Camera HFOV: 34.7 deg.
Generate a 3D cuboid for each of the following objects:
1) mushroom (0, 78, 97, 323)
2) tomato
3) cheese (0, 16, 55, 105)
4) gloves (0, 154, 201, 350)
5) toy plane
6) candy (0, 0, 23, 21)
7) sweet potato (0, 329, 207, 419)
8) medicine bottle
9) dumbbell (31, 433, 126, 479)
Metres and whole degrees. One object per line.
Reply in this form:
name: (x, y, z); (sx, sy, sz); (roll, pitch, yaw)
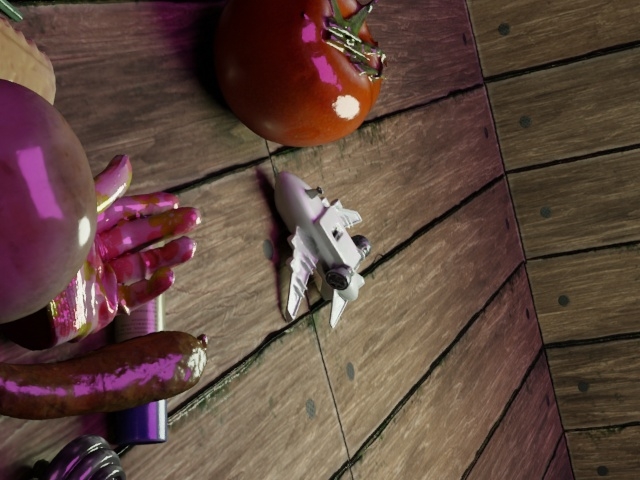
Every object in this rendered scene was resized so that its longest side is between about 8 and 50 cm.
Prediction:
mushroom: (-0.294, -0.043, 0.871); (0.206, 0.206, 0.209); (59, -2, -36)
tomato: (-0.030, -0.258, 1.451); (0.256, 0.224, 0.256); (31, 53, -52)
cheese: (-0.329, -0.162, 0.947); (0.167, 0.094, 0.123); (39, 37, -60)
gloves: (-0.228, 0.012, 1.057); (0.145, 0.126, 0.241); (56, 31, -6)
toy plane: (0.004, 0.000, 1.563); (0.251, 0.101, 0.255); (-54, 129, -43)
candy: (-0.366, -0.289, 0.952); (0.091, 0.083, 0.305); (-62, 154, -7)
sweet potato: (-0.225, 0.138, 1.020); (0.273, 0.075, 0.075); (-5, 85, -42)
medicine bottle: (-0.201, 0.109, 1.141); (0.059, 0.059, 0.231); (24, 59, -60)
dumbbell: (-0.165, 0.273, 0.963); (0.110, 0.254, 0.110); (-56, 161, -30)
